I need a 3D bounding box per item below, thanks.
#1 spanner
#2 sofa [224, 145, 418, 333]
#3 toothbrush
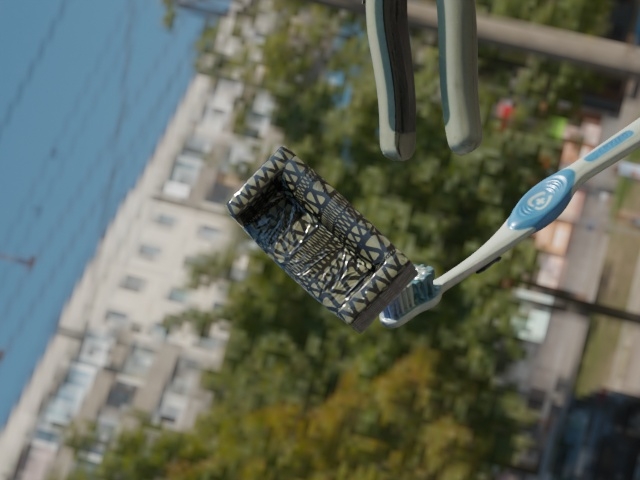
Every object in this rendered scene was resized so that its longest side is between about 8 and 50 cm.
[{"bbox_3d":[0.070,-0.222,1.364,0.040,0.096,0.324,-6,-88,-52],"label":"spanner"},{"bbox_3d":[0.000,0.000,1.173,0.060,0.118,0.039,-47,-19,-1],"label":"sofa"},{"bbox_3d":[0.196,-0.033,1.564,0.386,0.040,0.040,-32,-31,-25],"label":"toothbrush"}]
